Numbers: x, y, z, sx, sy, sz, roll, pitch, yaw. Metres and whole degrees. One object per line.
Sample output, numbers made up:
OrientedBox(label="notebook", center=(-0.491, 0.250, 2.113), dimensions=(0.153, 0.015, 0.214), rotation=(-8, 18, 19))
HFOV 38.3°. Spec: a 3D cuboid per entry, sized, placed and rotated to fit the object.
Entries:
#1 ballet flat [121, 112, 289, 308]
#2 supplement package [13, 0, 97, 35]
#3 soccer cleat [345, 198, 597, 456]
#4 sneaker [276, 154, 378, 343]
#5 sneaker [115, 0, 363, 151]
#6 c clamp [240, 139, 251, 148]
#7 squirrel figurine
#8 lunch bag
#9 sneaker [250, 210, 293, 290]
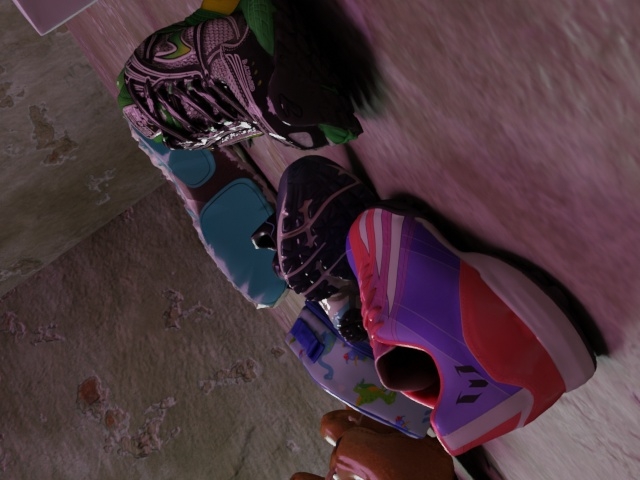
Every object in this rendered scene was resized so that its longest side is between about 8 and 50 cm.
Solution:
OrientedBox(label="ballet flat", center=(-0.147, -0.090, 1.428), dimensions=(0.409, 0.147, 0.147), rotation=(57, 172, 1))
OrientedBox(label="supplement package", center=(-0.415, -0.427, 1.364), dimensions=(0.194, 0.149, 0.203), rotation=(58, 172, -23))
OrientedBox(label="soccer cleat", center=(0.070, 0.052, 0.692), dimensions=(0.109, 0.116, 0.318), rotation=(58, 171, -23))
OrientedBox(label="sneaker", center=(0.000, 0.000, 0.924), dimensions=(0.122, 0.110, 0.283), rotation=(53, 172, 34))
OrientedBox(label="sneaker", center=(-0.076, -0.116, 0.737), dimensions=(0.134, 0.146, 0.343), rotation=(57, 171, -20))
OrientedBox(label="c clamp", center=(-0.140, -0.185, 1.253), dimensions=(0.137, 0.022, 0.161), rotation=(53, 172, 7))
OrientedBox(label="squirrel figurine", center=(0.152, 0.392, 1.343), dimensions=(0.397, 0.281, 0.370), rotation=(34, 155, 8))
OrientedBox(label="lunch bag", center=(0.051, 0.152, 1.146), dimensions=(0.176, 0.090, 0.219), rotation=(30, -179, -17))
OrientedBox(label="sneaker", center=(0.002, 0.042, 1.133), dimensions=(0.232, 0.090, 0.081), rotation=(48, 170, 39))
